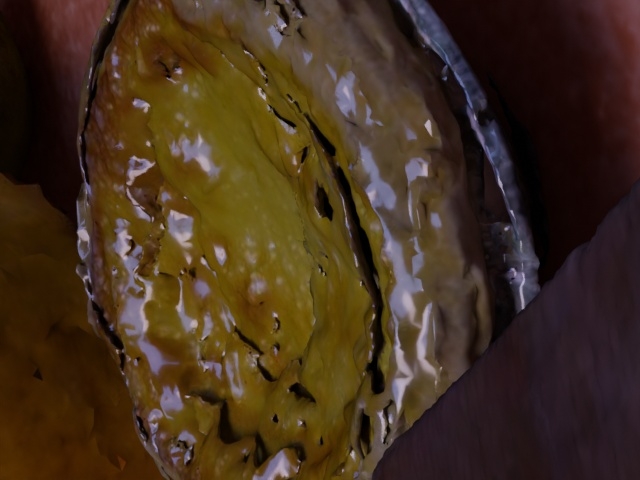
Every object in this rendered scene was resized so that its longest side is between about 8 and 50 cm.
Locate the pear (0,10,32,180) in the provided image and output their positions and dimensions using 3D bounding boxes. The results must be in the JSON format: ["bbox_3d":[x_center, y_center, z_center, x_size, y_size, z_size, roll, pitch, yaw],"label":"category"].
[{"bbox_3d":[-0.185,-0.056,0.900,0.107,0.107,0.131,27,124,50],"label":"pear"}]

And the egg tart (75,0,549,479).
[{"bbox_3d":[0.000,0.000,0.656,0.234,0.094,0.234,25,121,50],"label":"egg tart"}]

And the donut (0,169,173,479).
[{"bbox_3d":[-0.162,0.098,0.829,0.277,0.108,0.277,26,134,30],"label":"donut"}]

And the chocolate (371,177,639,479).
[{"bbox_3d":[0.093,0.051,0.426,0.321,0.112,0.112,118,138,-62],"label":"chocolate"}]
